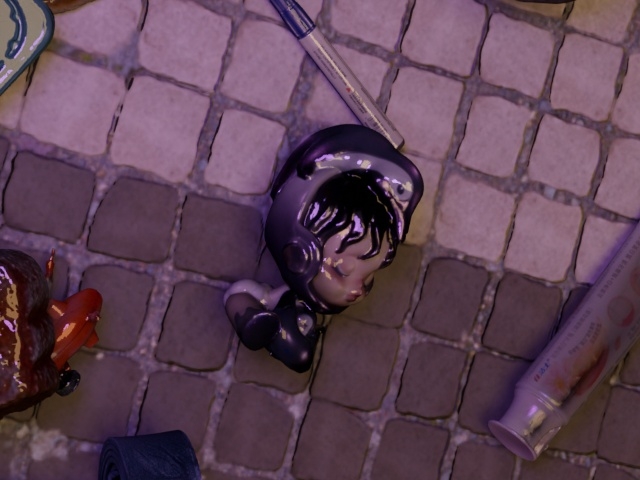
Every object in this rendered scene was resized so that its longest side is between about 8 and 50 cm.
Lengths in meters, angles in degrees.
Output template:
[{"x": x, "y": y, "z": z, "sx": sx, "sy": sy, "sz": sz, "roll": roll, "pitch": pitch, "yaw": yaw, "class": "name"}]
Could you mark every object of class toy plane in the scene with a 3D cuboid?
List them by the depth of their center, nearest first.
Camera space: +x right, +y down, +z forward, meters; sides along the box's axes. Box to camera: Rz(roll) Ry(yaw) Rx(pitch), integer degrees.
[{"x": -0.267, "y": 0.110, "z": 1.390, "sx": 0.194, "sy": 0.077, "sz": 0.126, "roll": -31, "pitch": 120, "yaw": -16, "class": "toy plane"}]

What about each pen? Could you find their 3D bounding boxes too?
[{"x": 0.011, "y": -0.162, "z": 1.502, "sx": 0.025, "sy": 0.025, "sz": 0.204, "roll": -43, "pitch": 109, "yaw": -13, "class": "pen"}]

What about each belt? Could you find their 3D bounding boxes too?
[{"x": -0.146, "y": 0.263, "z": 1.421, "sx": 0.082, "sy": 0.141, "sz": 0.190, "roll": -4, "pitch": 98, "yaw": -20, "class": "belt"}]

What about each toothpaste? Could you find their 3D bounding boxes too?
[{"x": 0.291, "y": 0.082, "z": 1.627, "sx": 0.100, "sy": 0.066, "sz": 0.323, "roll": 47, "pitch": 74, "yaw": -15, "class": "toothpaste"}]

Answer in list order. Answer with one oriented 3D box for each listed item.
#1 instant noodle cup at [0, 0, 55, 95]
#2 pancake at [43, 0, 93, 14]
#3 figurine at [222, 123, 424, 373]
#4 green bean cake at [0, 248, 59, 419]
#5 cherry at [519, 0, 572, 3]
[{"x": -0.332, "y": -0.184, "z": 1.332, "sx": 0.179, "sy": 0.070, "sz": 0.157, "roll": 44, "pitch": 80, "yaw": -21, "class": "instant noodle cup"}, {"x": -0.229, "y": -0.270, "z": 1.388, "sx": 0.158, "sy": 0.028, "sz": 0.158, "roll": -3, "pitch": 100, "yaw": -21, "class": "pancake"}, {"x": 0.000, "y": 0.000, "z": 1.471, "sx": 0.145, "sy": 0.145, "sz": 0.222, "roll": 35, "pitch": 93, "yaw": -22, "class": "figurine"}, {"x": -0.330, "y": 0.105, "z": 1.313, "sx": 0.233, "sy": 0.097, "sz": 0.198, "roll": -8, "pitch": 94, "yaw": 7, "class": "green bean cake"}, {"x": 0.209, "y": -0.324, "z": 1.474, "sx": 0.184, "sy": 0.266, "sz": 0.213, "roll": -2, "pitch": 97, "yaw": 14, "class": "cherry"}]
